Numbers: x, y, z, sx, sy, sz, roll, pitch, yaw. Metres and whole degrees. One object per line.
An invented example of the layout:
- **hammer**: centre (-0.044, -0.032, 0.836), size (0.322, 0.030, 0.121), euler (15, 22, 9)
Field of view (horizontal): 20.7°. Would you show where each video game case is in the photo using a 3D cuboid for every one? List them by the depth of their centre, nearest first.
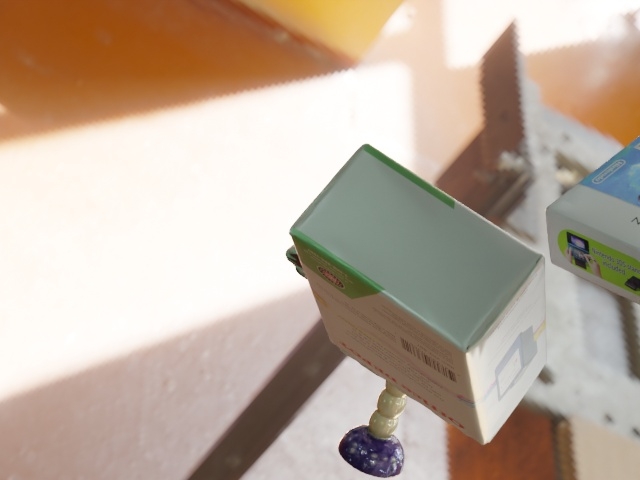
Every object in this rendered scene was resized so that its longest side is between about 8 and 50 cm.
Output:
- **video game case**: centre (0.347, -0.030, 1.303), size (0.269, 0.061, 0.244), euler (-36, 44, -28)

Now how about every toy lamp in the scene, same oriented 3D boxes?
- **toy lamp**: centre (0.091, 0.101, 1.712), size (0.080, 0.274, 0.080), euler (17, 22, -7)

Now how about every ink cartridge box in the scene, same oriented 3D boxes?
- **ink cartridge box**: centre (0.076, 0.044, 1.256), size (0.154, 0.212, 0.093), euler (34, 73, 21)

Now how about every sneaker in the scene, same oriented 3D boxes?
- **sneaker**: centre (0.000, 0.000, 1.679), size (0.038, 0.069, 0.098), euler (31, -8, 8)
